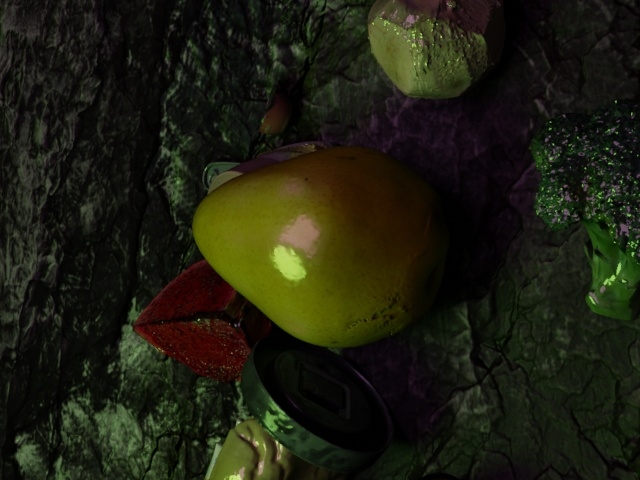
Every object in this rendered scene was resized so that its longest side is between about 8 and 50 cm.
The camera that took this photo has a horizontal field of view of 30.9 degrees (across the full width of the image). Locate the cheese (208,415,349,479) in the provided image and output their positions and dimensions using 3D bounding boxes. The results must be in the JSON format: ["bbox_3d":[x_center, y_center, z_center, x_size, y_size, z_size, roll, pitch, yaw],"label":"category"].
[{"bbox_3d":[-0.065,0.336,1.597,0.117,0.214,0.226,31,96,36],"label":"cheese"}]

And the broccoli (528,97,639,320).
[{"bbox_3d":[0.348,-0.032,1.300,0.269,0.254,0.269,39,135,51],"label":"broccoli"}]

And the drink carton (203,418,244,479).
[{"bbox_3d":[-0.134,0.358,1.744,0.084,0.074,0.200,31,102,40],"label":"drink carton"}]

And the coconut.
[{"bbox_3d":[0.154,-0.277,1.534,0.194,0.194,0.194,-9,77,41],"label":"coconut"}]

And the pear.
[{"bbox_3d":[0.004,-0.006,1.529,0.336,0.285,0.284,28,104,0],"label":"pear"}]

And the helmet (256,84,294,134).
[{"bbox_3d":[-0.064,-0.198,1.797,0.065,0.049,0.084,124,167,-60],"label":"helmet"}]

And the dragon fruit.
[{"bbox_3d":[-0.151,0.114,1.746,0.262,0.163,0.189,-9,70,52],"label":"dragon fruit"}]

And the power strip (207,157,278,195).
[{"bbox_3d":[-0.097,-0.045,1.744,0.154,0.078,0.154,21,124,35],"label":"power strip"}]

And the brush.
[{"bbox_3d":[-0.093,-0.113,1.800,0.297,0.060,0.068,-6,81,41],"label":"brush"}]

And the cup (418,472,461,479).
[{"bbox_3d":[0.076,0.449,1.472,0.256,0.178,0.254,-26,64,39],"label":"cup"}]

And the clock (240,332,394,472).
[{"bbox_3d":[-0.005,0.217,1.552,0.049,0.226,0.226,-56,52,21],"label":"clock"}]
